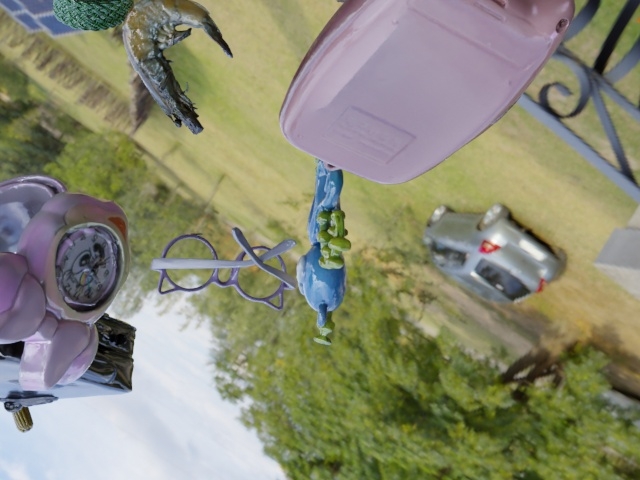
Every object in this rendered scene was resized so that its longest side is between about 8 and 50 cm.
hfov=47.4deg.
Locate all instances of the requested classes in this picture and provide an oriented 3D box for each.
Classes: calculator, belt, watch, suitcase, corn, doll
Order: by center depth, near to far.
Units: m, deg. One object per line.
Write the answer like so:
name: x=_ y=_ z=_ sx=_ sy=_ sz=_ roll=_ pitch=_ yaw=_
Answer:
calculator: x=0.092 y=-0.161 z=0.771 sx=0.220 sy=0.048 sz=0.329 roll=20 pitch=143 yaw=-23
watch: x=-0.373 y=0.044 z=0.912 sx=0.217 sy=0.248 sz=0.211 roll=8 pitch=142 yaw=26
belt: x=-0.388 y=-0.428 z=1.260 sx=0.121 sy=0.151 sz=0.079 roll=39 pitch=138 yaw=21
suitcase: x=-0.524 y=0.187 z=1.286 sx=0.339 sy=0.188 sz=0.345 roll=-7 pitch=155 yaw=21
doll: x=0.000 y=0.000 z=1.400 sx=0.098 sy=0.341 sz=0.346 roll=-2 pitch=155 yaw=-4
corn: x=-0.634 y=0.360 z=1.541 sx=0.092 sy=0.037 sz=0.037 roll=63 pitch=-176 yaw=19

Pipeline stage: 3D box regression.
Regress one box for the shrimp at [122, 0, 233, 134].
shrimp: x=-0.213 y=-0.277 z=1.133 sx=0.051 sy=0.150 sz=0.217 roll=-91 pitch=-25 yaw=-73

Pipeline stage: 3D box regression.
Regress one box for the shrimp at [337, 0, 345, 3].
shrimp: x=0.113 y=-0.342 z=0.801 sx=0.360 sy=0.247 sz=0.085 roll=5 pitch=-169 yaw=-2

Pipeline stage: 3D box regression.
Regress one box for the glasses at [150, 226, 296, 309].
glasses: x=-0.070 y=0.025 z=0.646 sx=0.140 sy=0.063 sz=0.104 roll=11 pitch=171 yaw=-24
